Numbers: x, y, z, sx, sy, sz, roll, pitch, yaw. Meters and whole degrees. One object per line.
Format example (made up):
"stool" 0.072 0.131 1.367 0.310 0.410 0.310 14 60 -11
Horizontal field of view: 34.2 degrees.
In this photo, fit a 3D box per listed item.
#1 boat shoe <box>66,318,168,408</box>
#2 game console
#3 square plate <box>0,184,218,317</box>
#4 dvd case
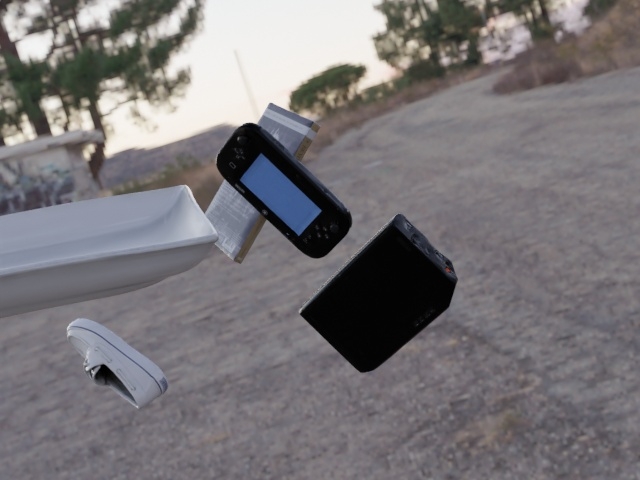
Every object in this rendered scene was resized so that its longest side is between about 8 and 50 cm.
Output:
"boat shoe" -0.403 0.231 1.955 0.258 0.095 0.084 24 49 33
"game console" 0.000 0.000 1.383 0.213 0.361 0.044 -46 0 34
"square plate" -0.278 0.016 0.980 0.343 0.049 0.347 -12 12 -9
"dvd case" -0.092 -0.087 1.494 0.018 0.221 0.164 28 3 -30
